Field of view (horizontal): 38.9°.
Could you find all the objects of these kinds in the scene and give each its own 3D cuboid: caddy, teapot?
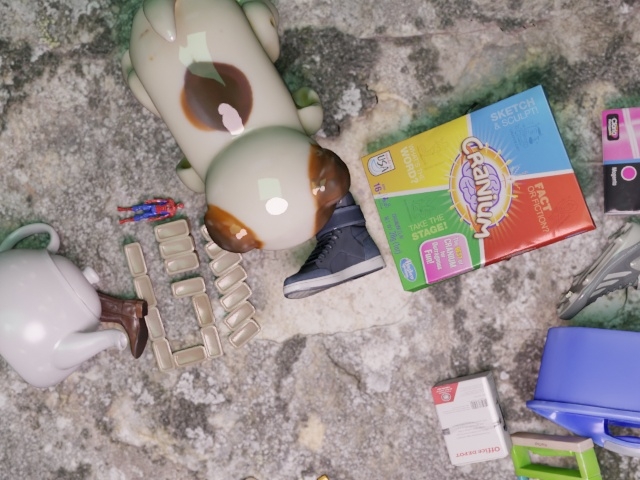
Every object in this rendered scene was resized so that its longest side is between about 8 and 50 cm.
[{"bbox_3d":[0.492,0.243,1.394,0.341,0.241,0.179,2,76,32],"label":"caddy"},{"bbox_3d":[-0.451,0.101,1.486,0.187,0.252,0.256,-38,99,-11],"label":"teapot"}]

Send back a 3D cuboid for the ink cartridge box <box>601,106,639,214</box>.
[{"bbox_3d":[0.643,-0.135,1.445,0.371,0.069,0.175,-2,89,23],"label":"ink cartridge box"}]

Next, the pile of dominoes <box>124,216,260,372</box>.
[{"bbox_3d":[-0.217,0.085,1.573,0.196,0.040,0.251,-14,96,2],"label":"pile of dominoes"}]

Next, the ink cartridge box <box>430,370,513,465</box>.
[{"bbox_3d":[0.253,0.296,1.511,0.099,0.056,0.135,-16,88,22],"label":"ink cartridge box"}]

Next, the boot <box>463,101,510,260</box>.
[{"bbox_3d":[0.288,-0.100,1.531,0.161,0.083,0.246,15,90,15],"label":"boot"}]

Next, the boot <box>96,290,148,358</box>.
[{"bbox_3d":[-0.354,0.144,1.561,0.114,0.037,0.106,6,91,18],"label":"boot"}]

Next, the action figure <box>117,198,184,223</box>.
[{"bbox_3d":[-0.293,-0.052,1.573,0.115,0.030,0.038,-9,84,1],"label":"action figure"}]

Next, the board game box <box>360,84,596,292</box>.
[{"bbox_3d":[0.250,-0.079,1.469,0.317,0.064,0.242,-21,79,18],"label":"board game box"}]

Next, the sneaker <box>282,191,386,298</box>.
[{"bbox_3d":[-0.001,0.000,1.480,0.086,0.226,0.163,-22,87,42],"label":"sneaker"}]

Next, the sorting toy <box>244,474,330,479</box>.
[{"bbox_3d":[-0.109,0.532,1.542,0.196,0.047,0.347,42,91,3],"label":"sorting toy"}]

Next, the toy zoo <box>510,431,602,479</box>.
[{"bbox_3d":[0.400,0.456,1.451,0.030,0.192,0.293,-15,87,-25],"label":"toy zoo"}]

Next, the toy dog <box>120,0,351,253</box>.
[{"bbox_3d":[-0.111,-0.180,1.395,0.285,0.395,0.407,-26,79,-7],"label":"toy dog"}]

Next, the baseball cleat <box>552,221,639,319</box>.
[{"bbox_3d":[0.488,0.069,1.509,0.109,0.072,0.206,39,95,-4],"label":"baseball cleat"}]
